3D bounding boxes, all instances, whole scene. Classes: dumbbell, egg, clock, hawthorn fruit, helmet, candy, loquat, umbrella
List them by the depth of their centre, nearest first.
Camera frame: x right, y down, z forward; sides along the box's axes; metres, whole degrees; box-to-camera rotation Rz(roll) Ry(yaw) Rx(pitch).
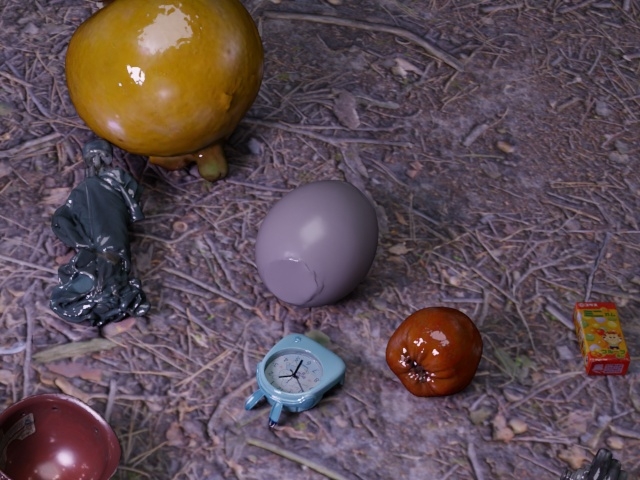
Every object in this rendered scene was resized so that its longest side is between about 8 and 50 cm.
[{"bbox_3d":[-0.344,0.293,1.847,0.175,0.106,0.155,15,47,8],"label":"helmet"},{"bbox_3d":[0.433,0.362,1.849,0.255,0.110,0.110,25,47,11],"label":"dumbbell"},{"bbox_3d":[-0.043,0.201,2.013,0.108,0.045,0.147,31,50,26],"label":"clock"},{"bbox_3d":[0.171,0.155,2.021,0.133,0.132,0.138,25,37,20],"label":"hawthorn fruit"},{"bbox_3d":[0.419,0.146,2.111,0.062,0.038,0.122,0,44,-5],"label":"candy"},{"bbox_3d":[0.000,0.000,2.132,0.176,0.176,0.232,24,42,19],"label":"egg"},{"bbox_3d":[-0.341,-0.014,2.177,0.143,0.094,0.348,9,46,-22],"label":"umbrella"},{"bbox_3d":[-0.243,-0.261,2.310,0.328,0.328,0.359,-28,95,-29],"label":"loquat"}]
